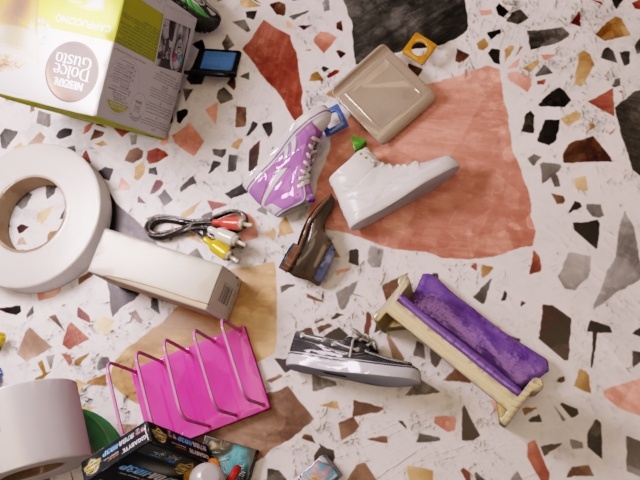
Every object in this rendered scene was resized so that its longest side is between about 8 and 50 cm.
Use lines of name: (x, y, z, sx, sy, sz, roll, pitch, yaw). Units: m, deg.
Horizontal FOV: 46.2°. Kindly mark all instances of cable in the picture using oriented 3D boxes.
cable: (-0.293, -0.039, 1.820, 0.287, 0.072, 0.140, 16, 72, 15)

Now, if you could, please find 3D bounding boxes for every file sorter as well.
file sorter: (-0.293, 0.317, 1.652, 0.290, 0.182, 0.202, -22, 70, 4)

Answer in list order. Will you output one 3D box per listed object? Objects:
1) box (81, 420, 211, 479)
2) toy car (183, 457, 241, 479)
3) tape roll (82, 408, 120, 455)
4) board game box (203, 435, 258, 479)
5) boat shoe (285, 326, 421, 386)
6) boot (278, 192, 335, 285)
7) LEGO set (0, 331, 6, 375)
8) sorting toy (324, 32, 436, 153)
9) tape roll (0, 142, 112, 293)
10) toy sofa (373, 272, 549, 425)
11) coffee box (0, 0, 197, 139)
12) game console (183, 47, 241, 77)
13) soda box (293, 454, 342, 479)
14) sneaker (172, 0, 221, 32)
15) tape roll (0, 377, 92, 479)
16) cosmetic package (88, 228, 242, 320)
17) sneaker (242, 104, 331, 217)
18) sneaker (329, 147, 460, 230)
box: (-0.362, 0.470, 1.587, 0.175, 0.220, 0.051, -33, 52, 10)
toy car: (-0.202, 0.540, 1.575, 0.136, 0.159, 0.182, -24, 66, -37)
tape roll: (-0.597, 0.539, 1.701, 0.321, 0.077, 0.322, -3, 72, 10)
board game box: (-0.221, 0.538, 1.655, 0.126, 0.026, 0.186, 11, 76, 14)
boat shoe: (0.075, 0.251, 1.642, 0.306, 0.113, 0.105, 3, 67, 28)
boot: (0.000, 0.000, 1.764, 0.106, 0.082, 0.219, 33, 77, -4)
LEGO set: (-0.813, 0.271, 1.816, 0.093, 0.087, 0.227, -32, 69, 16)
sorting toy: (0.155, -0.356, 1.843, 0.347, 0.047, 0.196, -41, 77, 0)
tape roll: (-0.726, -0.059, 1.911, 0.391, 0.072, 0.392, -3, 73, 9)
toy sofa: (0.302, 0.215, 1.586, 0.362, 0.150, 0.177, 39, 85, 19)
coffee box: (-0.556, -0.460, 1.822, 0.337, 0.338, 0.335, 16, 93, 15)
game console: (-0.280, -0.462, 1.948, 0.122, 0.107, 0.071, 6, 103, 13)
soda box: (-0.041, 0.539, 1.599, 0.183, 0.063, 0.058, -42, 71, -3)
sneaker: (-0.367, -0.697, 2.003, 0.146, 0.134, 0.344, -35, 73, -8)
tape roll: (-0.619, 0.408, 1.577, 0.246, 0.246, 0.169, -20, 70, 4)
cosmetic package: (-0.358, 0.082, 1.750, 0.309, 0.160, 0.113, 15, 77, 16)
sneaker: (-0.039, -0.177, 1.793, 0.161, 0.102, 0.282, 45, 104, 16)
sneaker: (0.163, -0.163, 1.750, 0.292, 0.108, 0.169, -27, 73, 3)
